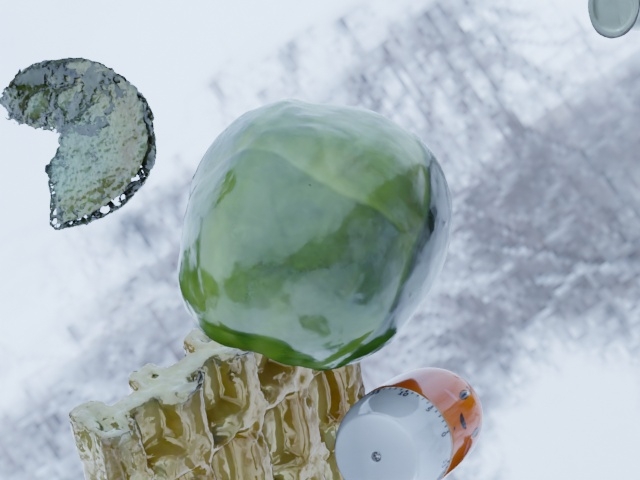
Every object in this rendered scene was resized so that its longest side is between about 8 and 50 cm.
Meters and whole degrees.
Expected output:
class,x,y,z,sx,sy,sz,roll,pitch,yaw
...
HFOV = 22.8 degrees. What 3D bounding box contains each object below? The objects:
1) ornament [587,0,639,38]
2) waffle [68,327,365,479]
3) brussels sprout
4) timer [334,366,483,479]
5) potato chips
class,x,y,z,sx,sy,sz,roll,pitch,yaw
ornament,0.361,-0.274,1.821,0.081,0.075,0.156,-2,-171,28
waffle,-0.073,0.218,1.455,0.077,0.304,0.348,10,-151,37
brussels sprout,0.000,0.000,1.294,0.271,0.210,0.220,70,32,-73
timer,0.085,0.160,1.346,0.136,0.099,0.136,-21,178,-1
potato chips,-0.304,-0.132,1.969,0.202,0.220,0.029,-44,170,17
